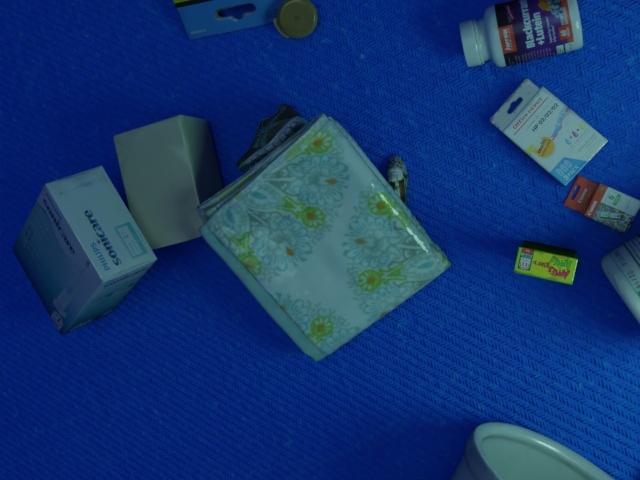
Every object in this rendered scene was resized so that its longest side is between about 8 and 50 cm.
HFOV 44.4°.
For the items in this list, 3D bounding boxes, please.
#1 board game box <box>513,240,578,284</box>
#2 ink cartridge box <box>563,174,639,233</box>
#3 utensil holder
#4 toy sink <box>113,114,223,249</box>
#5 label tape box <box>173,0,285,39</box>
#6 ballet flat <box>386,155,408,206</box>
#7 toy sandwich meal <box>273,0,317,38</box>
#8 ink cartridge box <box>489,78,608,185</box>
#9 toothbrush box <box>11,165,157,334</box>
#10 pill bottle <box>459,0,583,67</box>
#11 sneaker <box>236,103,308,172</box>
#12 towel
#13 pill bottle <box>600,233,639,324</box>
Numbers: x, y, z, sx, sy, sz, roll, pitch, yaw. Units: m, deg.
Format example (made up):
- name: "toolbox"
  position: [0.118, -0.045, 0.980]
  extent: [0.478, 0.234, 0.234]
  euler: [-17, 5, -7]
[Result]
- name: "board game box"
  position: [0.378, 0.034, 1.309]
  extent: [0.092, 0.181, 0.043]
  euler: [13, 97, 17]
- name: "ink cartridge box"
  position: [0.485, -0.063, 1.350]
  extent: [0.115, 0.029, 0.063]
  euler: [27, 101, 14]
- name: "utensil holder"
  position: [0.309, 0.551, 1.292]
  extent: [0.327, 0.327, 0.385]
  euler: [29, 104, 14]
- name: "toy sink"
  position: [-0.284, -0.110, 1.537]
  extent: [0.152, 0.131, 0.234]
  euler: [-14, 89, 19]
- name: "label tape box"
  position: [-0.193, -0.569, 1.473]
  extent: [0.240, 0.106, 0.334]
  euler: [-6, 132, 17]
- name: "ballet flat"
  position: [0.142, -0.101, 1.451]
  extent: [0.041, 0.041, 0.114]
  euler: [-4, 92, 18]
- name: "toy sandwich meal"
  position: [-0.046, -0.423, 1.490]
  extent: [0.085, 0.029, 0.086]
  euler: [0, 113, 1]
- name: "ink cartridge box"
  position: [0.390, -0.190, 1.355]
  extent: [0.181, 0.061, 0.104]
  euler: [43, 104, 11]
- name: "toothbrush box"
  position: [-0.471, 0.025, 1.537]
  extent: [0.216, 0.126, 0.295]
  euler: [57, 140, 7]
- name: "pill bottle"
  position: [0.340, -0.358, 1.337]
  extent: [0.193, 0.108, 0.108]
  euler: [-11, 90, 18]
- name: "sneaker"
  position: [-0.102, -0.199, 1.520]
  extent: [0.166, 0.065, 0.076]
  euler: [-38, 66, 13]
- name: "towel"
  position: [0.000, 0.000, 1.423]
  extent: [0.320, 0.090, 0.374]
  euler: [-37, 102, 16]
- name: "pill bottle"
  position: [0.644, 0.019, 1.212]
  extent: [0.361, 0.204, 0.204]
  euler: [-35, 83, 17]
